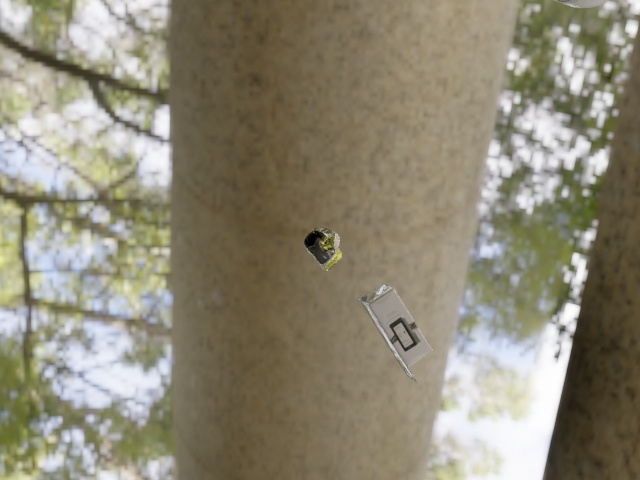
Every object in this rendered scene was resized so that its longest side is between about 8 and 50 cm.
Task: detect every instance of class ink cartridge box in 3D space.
[{"bbox_3d":[0.071,0.081,1.313,0.028,0.083,0.048,-32,-172,-5],"label":"ink cartridge box"}]

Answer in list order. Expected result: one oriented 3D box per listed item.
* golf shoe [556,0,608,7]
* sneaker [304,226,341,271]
[{"bbox_3d":[0.206,-0.196,1.092,0.086,0.069,0.176,41,-171,21],"label":"golf shoe"},{"bbox_3d":[0.000,0.000,1.505,0.031,0.035,0.083,-41,-159,5],"label":"sneaker"}]
